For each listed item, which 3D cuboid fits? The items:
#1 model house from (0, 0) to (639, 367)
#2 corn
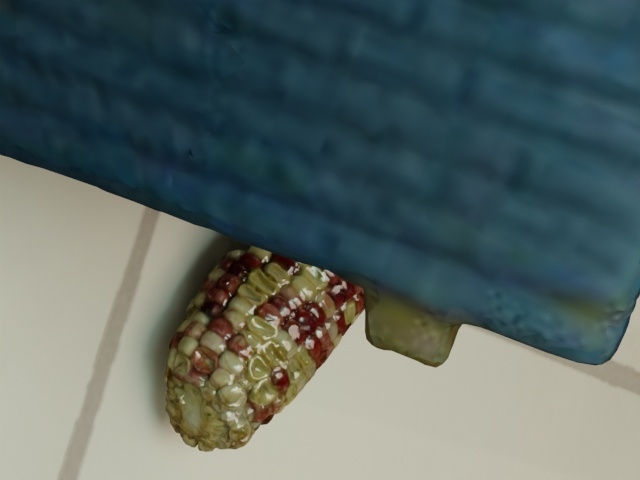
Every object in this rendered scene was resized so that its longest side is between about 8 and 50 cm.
[{"bbox_3d":[0.027,-0.139,0.662,0.382,0.334,0.342,15,95,-76],"label":"model house"},{"bbox_3d":[0.000,0.000,0.886,0.290,0.098,0.098,-52,136,-23],"label":"corn"}]
